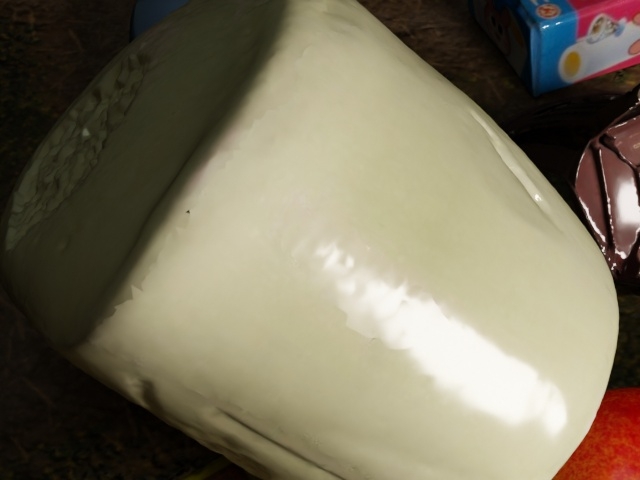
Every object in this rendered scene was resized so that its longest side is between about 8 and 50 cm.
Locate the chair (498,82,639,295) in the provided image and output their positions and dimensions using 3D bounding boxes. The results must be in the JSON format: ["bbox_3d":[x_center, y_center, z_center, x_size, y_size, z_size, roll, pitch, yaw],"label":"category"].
[{"bbox_3d":[0.281,-0.051,1.449,0.175,0.183,0.326,-21,3,-13],"label":"chair"}]

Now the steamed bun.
[{"bbox_3d":[0.000,0.000,1.163,0.290,0.371,0.456,-55,21,0],"label":"steamed bun"}]

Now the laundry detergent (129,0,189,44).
[{"bbox_3d":[-0.138,-0.158,1.638,0.097,0.061,0.206,0,46,-5],"label":"laundry detergent"}]

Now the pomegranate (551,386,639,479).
[{"bbox_3d":[0.217,0.224,1.126,0.221,0.221,0.256,12,56,17],"label":"pomegranate"}]

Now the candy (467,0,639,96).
[{"bbox_3d":[0.311,-0.259,1.659,0.306,0.100,0.157,-18,48,-12],"label":"candy"}]

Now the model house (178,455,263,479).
[{"bbox_3d":[-0.141,0.291,1.136,0.358,0.242,0.313,4,30,13],"label":"model house"}]
